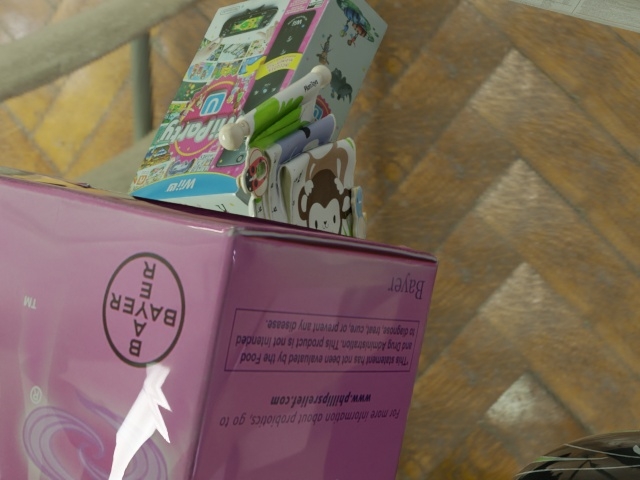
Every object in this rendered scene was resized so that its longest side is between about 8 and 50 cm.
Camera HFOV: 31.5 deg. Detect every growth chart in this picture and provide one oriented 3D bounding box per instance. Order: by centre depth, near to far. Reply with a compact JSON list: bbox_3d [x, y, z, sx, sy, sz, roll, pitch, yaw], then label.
[{"bbox_3d":[0.000,0.000,0.775,0.021,0.172,0.237,-2,117,26],"label":"growth chart"}]

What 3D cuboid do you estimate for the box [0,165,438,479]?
[{"bbox_3d":[-0.095,0.100,0.432,0.213,0.117,0.243,13,93,37],"label":"box"}]

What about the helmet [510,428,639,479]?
[{"bbox_3d":[0.154,0.169,0.549,0.161,0.169,0.169,-27,77,51],"label":"helmet"}]

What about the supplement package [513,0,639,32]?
[{"bbox_3d":[0.219,-0.283,0.834,0.198,0.262,0.199,16,93,6],"label":"supplement package"}]

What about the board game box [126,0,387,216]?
[{"bbox_3d":[-0.079,-0.149,1.339,0.224,0.097,0.303,-2,58,46],"label":"board game box"}]
